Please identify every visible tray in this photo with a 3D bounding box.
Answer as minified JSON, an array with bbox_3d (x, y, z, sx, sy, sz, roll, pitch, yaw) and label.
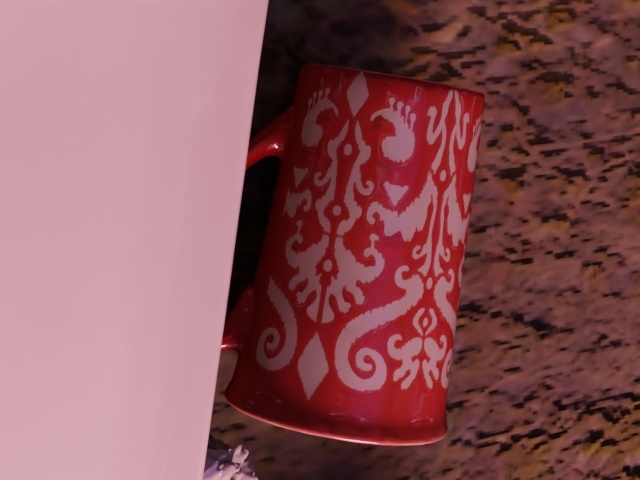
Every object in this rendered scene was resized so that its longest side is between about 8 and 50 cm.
[{"bbox_3d":[-0.095,0.028,0.405,0.145,0.030,0.270,-12,123,-37],"label":"tray"}]

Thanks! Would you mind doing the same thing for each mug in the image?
[{"bbox_3d":[0.007,0.002,0.646,0.150,0.113,0.169,7,96,-33],"label":"mug"}]

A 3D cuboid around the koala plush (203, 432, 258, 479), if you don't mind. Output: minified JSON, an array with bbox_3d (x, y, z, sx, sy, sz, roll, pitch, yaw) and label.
[{"bbox_3d":[-0.122,0.153,0.570,0.203,0.196,0.221,42,85,-21],"label":"koala plush"}]
